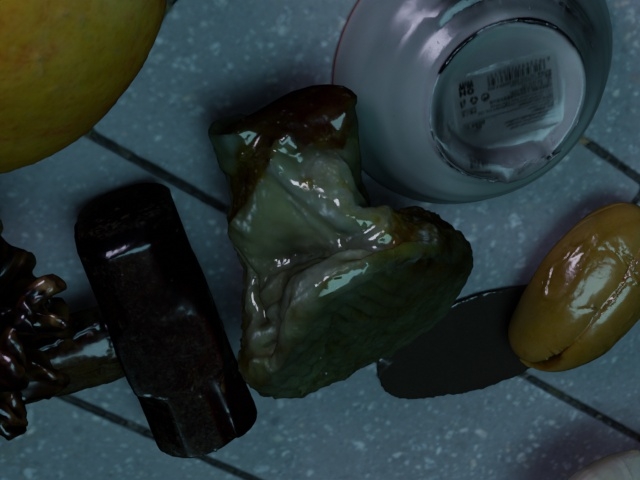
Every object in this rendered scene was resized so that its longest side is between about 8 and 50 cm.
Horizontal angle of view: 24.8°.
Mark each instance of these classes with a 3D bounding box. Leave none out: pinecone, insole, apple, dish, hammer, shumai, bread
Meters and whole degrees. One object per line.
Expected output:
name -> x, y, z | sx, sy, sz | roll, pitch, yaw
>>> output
pinecone -> -0.308, 0.087, 1.040 | 0.272, 0.224, 0.224 | -13, 121, -6
insole -> 0.207, 0.077, 1.407 | 0.327, 0.007, 0.111 | -21, 124, -8
apple -> -0.250, -0.186, 0.934 | 0.275, 0.299, 0.299 | 1, 120, -47
dish -> 0.145, -0.130, 1.225 | 0.260, 0.085, 0.260 | -9, 120, -15
hammer -> -0.273, 0.122, 1.209 | 0.408, 0.095, 0.243 | -19, 122, -7
shumai -> 0.000, 0.000, 1.231 | 0.222, 0.204, 0.272 | -22, 155, -26
bread -> 0.254, 0.050, 1.363 | 0.114, 0.077, 0.189 | 27, 103, -34

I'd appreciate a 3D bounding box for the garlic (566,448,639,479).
garlic -> 0.355, 0.298, 1.491 | 0.281, 0.185, 0.203 | 11, 88, -4
